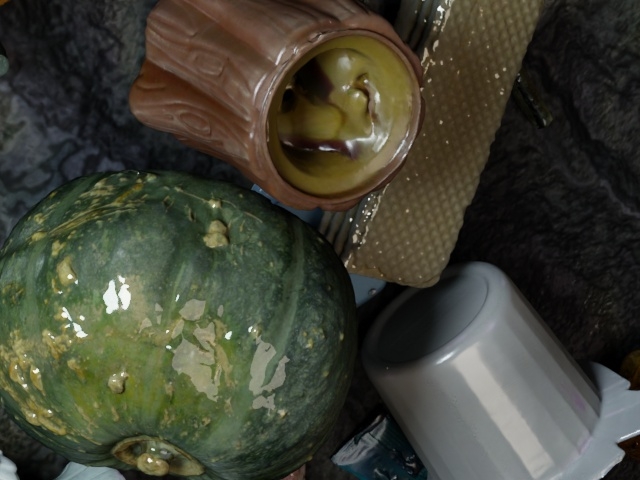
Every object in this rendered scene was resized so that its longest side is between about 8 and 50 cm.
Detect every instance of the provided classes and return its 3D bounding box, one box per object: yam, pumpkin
[{"bbox_3d":[0.207,-0.173,1.573,0.027,0.033,0.129,-24,123,16],"label":"yam"},{"bbox_3d":[-0.135,0.075,1.329,0.327,0.291,0.257,17,64,-17],"label":"pumpkin"}]

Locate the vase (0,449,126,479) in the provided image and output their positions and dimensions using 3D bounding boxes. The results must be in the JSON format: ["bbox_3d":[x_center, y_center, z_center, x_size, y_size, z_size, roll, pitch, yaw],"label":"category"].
[{"bbox_3d":[-0.388,0.266,1.349,0.445,0.250,0.250,15,106,-37],"label":"vase"}]

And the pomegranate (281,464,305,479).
[{"bbox_3d":[-0.044,0.292,1.606,0.138,0.125,0.163,5,111,-17],"label":"pomegranate"}]

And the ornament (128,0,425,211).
[{"bbox_3d":[-0.030,-0.137,1.339,0.235,0.217,0.221,-37,126,-10],"label":"ornament"}]

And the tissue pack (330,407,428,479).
[{"bbox_3d":[0.082,0.256,1.718,0.085,0.028,0.138,-48,123,1],"label":"tissue pack"}]

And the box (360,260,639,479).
[{"bbox_3d":[0.183,0.148,1.576,0.206,0.291,0.262,52,41,-24],"label":"box"}]

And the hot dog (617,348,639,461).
[{"bbox_3d":[0.424,0.208,1.835,0.227,0.099,0.160,30,97,-37],"label":"hot dog"}]

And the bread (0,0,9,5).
[{"bbox_3d":[-0.358,-0.308,1.122,0.195,0.149,0.344,-27,126,-1],"label":"bread"}]

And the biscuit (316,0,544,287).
[{"bbox_3d":[0.121,-0.163,1.470,0.144,0.078,0.426,14,100,-40],"label":"biscuit"}]

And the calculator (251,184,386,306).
[{"bbox_3d":[0.000,0.000,1.536,0.121,0.039,0.210,-27,124,-14],"label":"calculator"}]

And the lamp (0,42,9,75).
[{"bbox_3d":[-0.321,-0.158,1.273,0.121,0.054,0.041,4,112,-30],"label":"lamp"}]
